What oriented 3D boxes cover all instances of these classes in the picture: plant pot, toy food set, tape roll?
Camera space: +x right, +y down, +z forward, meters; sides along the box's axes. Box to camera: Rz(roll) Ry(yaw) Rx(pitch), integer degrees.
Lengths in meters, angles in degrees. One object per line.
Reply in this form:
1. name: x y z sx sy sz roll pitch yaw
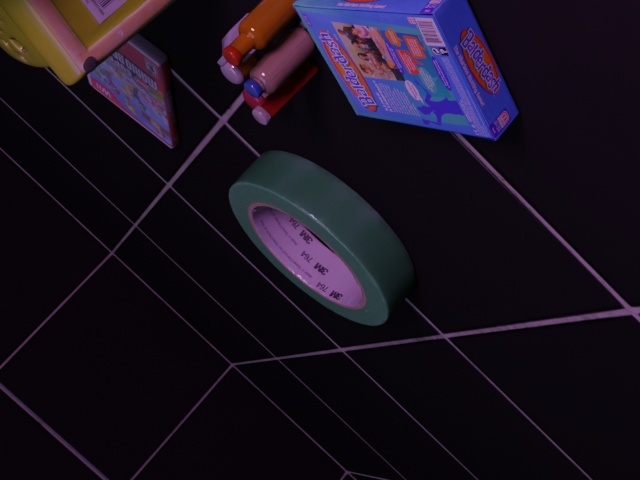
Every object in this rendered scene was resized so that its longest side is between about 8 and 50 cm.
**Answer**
1. plant pot: -0.298 -0.327 1.115 0.207 0.227 0.228 38 166 41
2. toy food set: -0.081 -0.206 1.192 0.111 0.104 0.232 45 161 -11
3. tape roll: 0.000 0.000 1.533 0.321 0.077 0.321 37 161 15

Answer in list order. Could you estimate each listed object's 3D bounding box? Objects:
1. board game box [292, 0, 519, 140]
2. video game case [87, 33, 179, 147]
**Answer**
1. board game box: 0.085 -0.188 1.001 0.210 0.047 0.160 19 151 47
2. video game case: -0.325 -0.282 1.624 0.204 0.025 0.285 38 161 10
